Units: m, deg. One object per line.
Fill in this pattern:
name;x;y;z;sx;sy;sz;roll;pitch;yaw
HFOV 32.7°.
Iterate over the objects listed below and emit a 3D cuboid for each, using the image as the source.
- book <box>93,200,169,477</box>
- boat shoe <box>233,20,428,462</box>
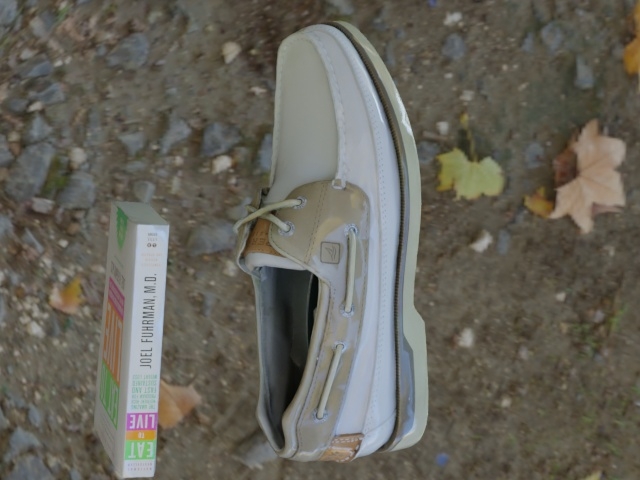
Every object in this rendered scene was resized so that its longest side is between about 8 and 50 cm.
book;-0.108;0.054;0.644;0.035;0.096;0.144;2;98;-17
boat shoe;0.000;0.000;0.736;0.103;0.113;0.302;-7;87;-30
